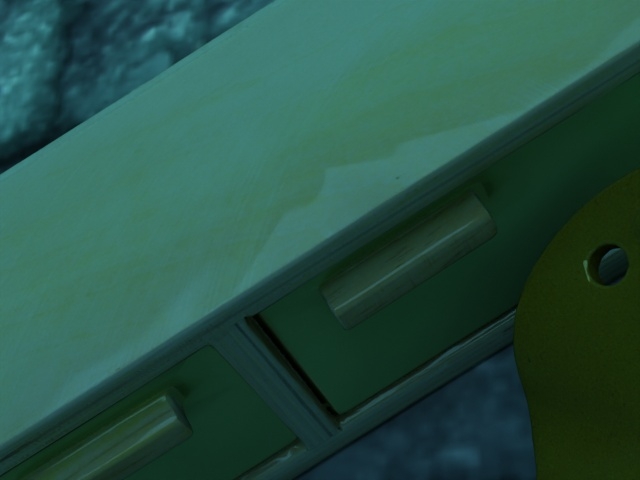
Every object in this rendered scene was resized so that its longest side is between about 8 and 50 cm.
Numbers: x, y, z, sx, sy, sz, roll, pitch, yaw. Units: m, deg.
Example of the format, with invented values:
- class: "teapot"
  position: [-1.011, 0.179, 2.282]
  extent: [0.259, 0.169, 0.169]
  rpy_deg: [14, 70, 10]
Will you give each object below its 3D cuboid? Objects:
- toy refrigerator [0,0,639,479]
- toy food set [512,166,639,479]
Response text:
- class: "toy refrigerator"
  position: [0.000, 0.000, 0.389]
  extent: [0.269, 0.102, 0.094]
  rpy_deg: [-32, 54, 1]
- class: "toy food set"
  position: [0.148, 0.064, 0.319]
  extent: [0.218, 0.071, 0.128]
  rpy_deg: [36, 102, 36]
